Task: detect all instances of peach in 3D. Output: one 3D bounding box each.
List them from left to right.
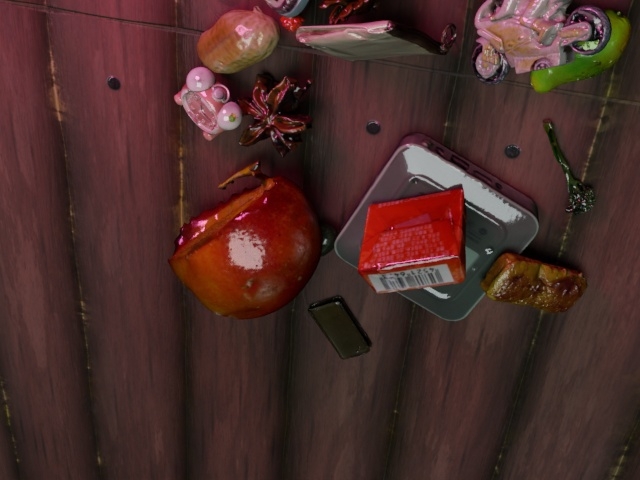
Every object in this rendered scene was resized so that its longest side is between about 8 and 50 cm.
[{"bbox_3d":[-0.169,0.025,2.106,0.406,0.335,0.310,-34,113,27],"label":"peach"}]

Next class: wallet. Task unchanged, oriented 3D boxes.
[{"bbox_3d":[0.057,0.250,2.385,0.110,0.031,0.198,-20,117,26],"label":"wallet"},{"bbox_3d":[0.111,-0.425,1.769,0.274,0.335,0.068,0,95,29],"label":"wallet"}]

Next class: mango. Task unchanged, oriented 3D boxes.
[{"bbox_3d":[0.544,-0.390,1.766,0.125,0.111,0.233,45,122,-7],"label":"mango"}]

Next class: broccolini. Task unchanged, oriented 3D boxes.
[{"bbox_3d":[0.570,-0.163,1.950,0.071,0.057,0.254,-39,117,-12],"label":"broccolini"}]

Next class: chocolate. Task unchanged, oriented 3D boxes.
[{"bbox_3d":[0.220,0.005,1.926,0.237,0.235,0.108,-11,130,20],"label":"chocolate"}]

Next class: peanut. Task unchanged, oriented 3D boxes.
[{"bbox_3d":[-0.193,-0.451,1.911,0.224,0.129,0.129,-18,117,34],"label":"peanut"}]

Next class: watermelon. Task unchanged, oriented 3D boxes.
[{"bbox_3d":[0.000,0.000,2.203,0.078,0.078,0.110,37,127,-11],"label":"watermelon"}]

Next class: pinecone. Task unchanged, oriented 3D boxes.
[{"bbox_3d":[0.057,-0.548,1.753,0.150,0.179,0.195,22,143,26],"label":"pinecone"}]

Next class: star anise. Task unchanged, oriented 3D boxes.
[{"bbox_3d":[-0.099,-0.292,1.996,0.220,0.125,0.190,13,100,34],"label":"star anise"}]

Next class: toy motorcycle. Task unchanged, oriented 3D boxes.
[{"bbox_3d":[0.429,-0.449,1.712,0.340,0.107,0.223,-4,102,51],"label":"toy motorcycle"}]

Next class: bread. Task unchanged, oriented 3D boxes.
[{"bbox_3d":[0.528,0.104,2.063,0.270,0.077,0.139,15,125,-29],"label":"bread"}]

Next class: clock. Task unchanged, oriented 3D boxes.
[{"bbox_3d":[-0.257,-0.329,1.999,0.166,0.092,0.162,52,158,-10],"label":"clock"}]

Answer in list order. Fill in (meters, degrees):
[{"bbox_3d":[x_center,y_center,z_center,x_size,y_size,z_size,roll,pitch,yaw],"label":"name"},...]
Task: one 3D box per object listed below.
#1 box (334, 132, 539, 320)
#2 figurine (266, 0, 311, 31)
[{"bbox_3d":[0.282,-0.025,2.087,0.395,0.111,0.397,29,124,-5],"label":"box"},{"bbox_3d":[-0.123,-0.572,1.832,0.245,0.110,0.138,31,136,-3],"label":"figurine"}]
